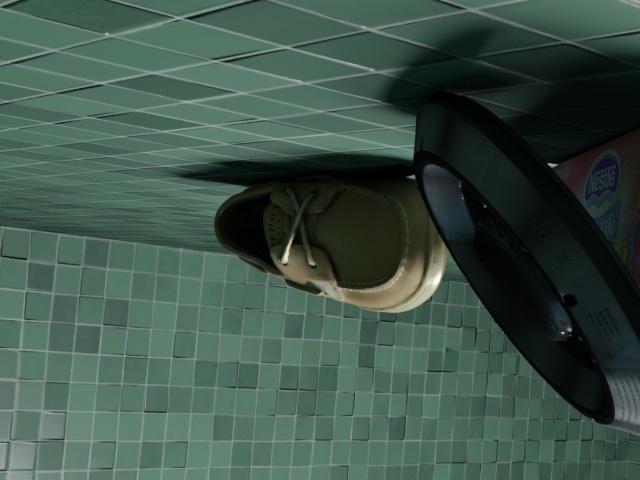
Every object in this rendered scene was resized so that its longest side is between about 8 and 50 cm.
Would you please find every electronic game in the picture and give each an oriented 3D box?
[{"bbox_3d":[0.125,0.015,0.676,0.048,0.229,0.229,-33,180,-6],"label":"electronic game"}]

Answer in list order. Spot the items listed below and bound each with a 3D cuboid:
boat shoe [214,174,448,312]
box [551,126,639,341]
[{"bbox_3d":[0.000,0.000,1.094,0.110,0.122,0.341,6,177,-26],"label":"boat shoe"},{"bbox_3d":[0.249,0.010,0.763,0.154,0.142,0.300,5,176,-4],"label":"box"}]
